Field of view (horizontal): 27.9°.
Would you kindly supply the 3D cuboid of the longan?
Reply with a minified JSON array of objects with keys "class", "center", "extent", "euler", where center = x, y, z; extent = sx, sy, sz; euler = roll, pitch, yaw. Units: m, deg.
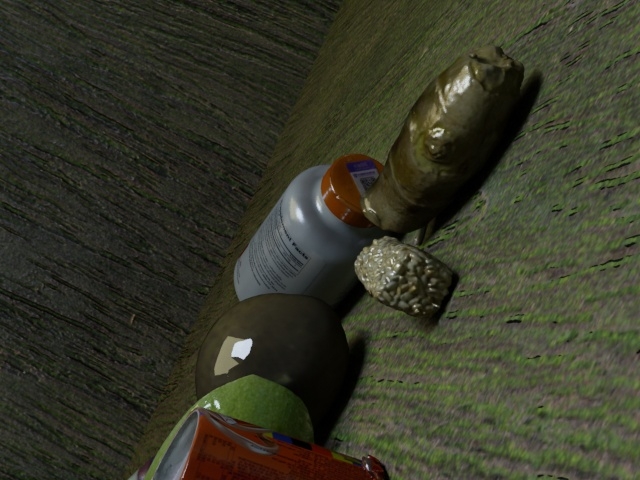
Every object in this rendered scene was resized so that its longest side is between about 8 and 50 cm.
[{"class":"longan","center":[-0.062,0.159,1.583],"extent":[0.212,0.198,0.198],"euler":[-61,10,15]}]

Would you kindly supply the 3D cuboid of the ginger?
[{"class":"ginger","center":[0.136,-0.108,1.458],"extent":[0.263,0.109,0.116],"euler":[-55,40,45]}]

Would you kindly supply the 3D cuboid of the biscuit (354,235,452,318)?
[{"class":"biscuit","center":[0.088,0.036,1.404],"extent":[0.070,0.082,0.168],"euler":[-61,9,3]}]

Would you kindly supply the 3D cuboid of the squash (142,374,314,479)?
[{"class":"squash","center":[-0.117,0.304,1.480],"extent":[0.189,0.189,0.260],"euler":[-47,21,59]}]

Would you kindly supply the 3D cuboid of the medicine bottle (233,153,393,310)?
[{"class":"medicine bottle","center":[0.000,0.000,1.748],"extent":[0.288,0.157,0.157],"euler":[-52,15,50]}]

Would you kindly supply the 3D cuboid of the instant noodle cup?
[{"class":"instant noodle cup","center":[-0.075,0.290,1.268],"extent":[0.250,0.192,0.250],"euler":[-60,11,19]}]

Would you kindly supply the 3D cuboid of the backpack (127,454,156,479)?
[{"class":"backpack","center":[-0.230,0.464,1.647],"extent":[0.283,0.197,0.317],"euler":[-60,16,18]}]

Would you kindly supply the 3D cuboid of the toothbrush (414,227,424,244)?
[{"class":"toothbrush","center":[0.138,-0.059,1.604],"extent":[0.014,0.017,0.162],"euler":[121,166,-55]}]
